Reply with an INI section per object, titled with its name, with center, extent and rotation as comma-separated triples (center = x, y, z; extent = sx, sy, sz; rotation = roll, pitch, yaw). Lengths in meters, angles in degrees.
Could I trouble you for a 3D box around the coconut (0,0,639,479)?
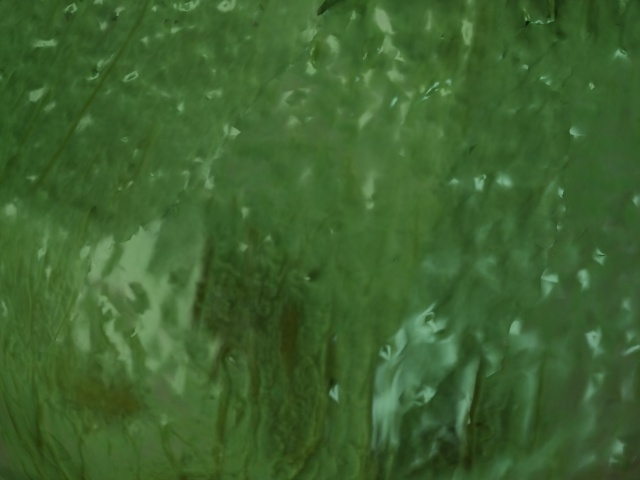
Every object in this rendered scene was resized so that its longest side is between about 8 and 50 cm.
[coconut]
center = 0.000, 0.000, 0.641
extent = 0.328, 0.281, 0.328
rotation = 4, 110, 12
